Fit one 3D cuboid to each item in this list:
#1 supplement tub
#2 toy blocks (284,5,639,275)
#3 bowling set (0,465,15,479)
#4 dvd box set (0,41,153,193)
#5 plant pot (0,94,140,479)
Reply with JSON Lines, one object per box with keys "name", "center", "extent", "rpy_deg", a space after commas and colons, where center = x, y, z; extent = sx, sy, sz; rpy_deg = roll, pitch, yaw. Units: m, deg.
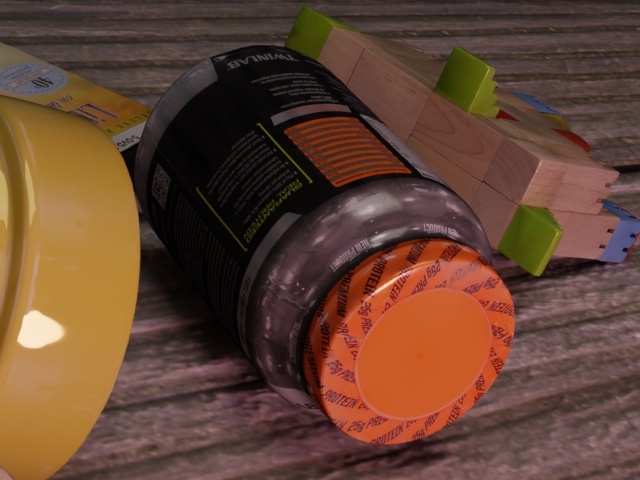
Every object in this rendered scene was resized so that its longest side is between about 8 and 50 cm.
{"name": "supplement tub", "center": [0.000, 0.000, 1.411], "extent": [0.207, 0.207, 0.338], "rpy_deg": [2, 29, -30]}
{"name": "toy blocks", "center": [0.167, -0.094, 1.798], "extent": [0.381, 0.191, 0.261], "rpy_deg": [37, 19, 34]}
{"name": "bowling set", "center": [-0.277, 0.187, 0.948], "extent": [0.287, 0.200, 0.154], "rpy_deg": [15, 60, 25]}
{"name": "dvd box set", "center": [-0.377, -0.126, 1.599], "extent": [0.420, 0.062, 0.307], "rpy_deg": [25, 26, 16]}
{"name": "plant pot", "center": [-0.277, 0.017, 1.089], "extent": [0.239, 0.254, 0.254], "rpy_deg": [15, 22, -37]}
